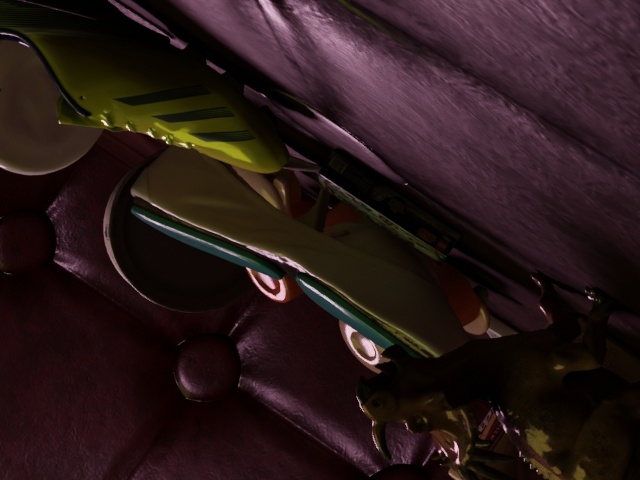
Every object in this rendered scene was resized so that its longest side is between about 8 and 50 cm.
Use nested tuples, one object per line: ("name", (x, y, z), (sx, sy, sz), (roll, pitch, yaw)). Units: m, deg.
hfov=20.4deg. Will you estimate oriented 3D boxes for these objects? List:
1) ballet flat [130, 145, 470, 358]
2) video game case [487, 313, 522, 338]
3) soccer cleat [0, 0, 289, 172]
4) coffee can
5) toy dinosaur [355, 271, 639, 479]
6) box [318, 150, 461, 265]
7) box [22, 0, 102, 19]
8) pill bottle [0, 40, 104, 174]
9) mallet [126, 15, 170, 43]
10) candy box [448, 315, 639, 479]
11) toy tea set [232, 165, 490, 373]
("ballet flat", (0.000, 0.000, 1.705), (0.400, 0.139, 0.139), (28, 173, 19))
("video game case", (0.256, 0.142, 2.032), (0.143, 0.019, 0.157), (33, 175, 19))
("soccer cleat", (-0.161, -0.128, 1.509), (0.289, 0.121, 0.093), (34, 169, -7))
("coffee can", (-0.170, -0.017, 2.238), (0.201, 0.201, 0.275), (35, 176, -8))
("toy dinosaur", (0.193, 0.148, 1.419), (0.295, 0.200, 0.127), (32, 175, 14))
("box", (0.061, -0.028, 1.604), (0.137, 0.027, 0.094), (34, 176, 4))
("box", (-0.338, -0.245, 1.299), (0.293, 0.073, 0.295), (10, -171, -32))
("pill bottle", (-0.377, -0.197, 1.983), (0.176, 0.176, 0.318), (38, 174, -39))
("mallet", (-0.217, -0.215, 1.595), (0.189, 0.039, 0.062), (30, 174, 5))
("candy box", (0.298, 0.227, 1.605), (0.316, 0.183, 0.087), (35, 176, -7))
("toy tea set", (0.049, 0.018, 1.878), (0.336, 0.124, 0.200), (35, 147, 28))
